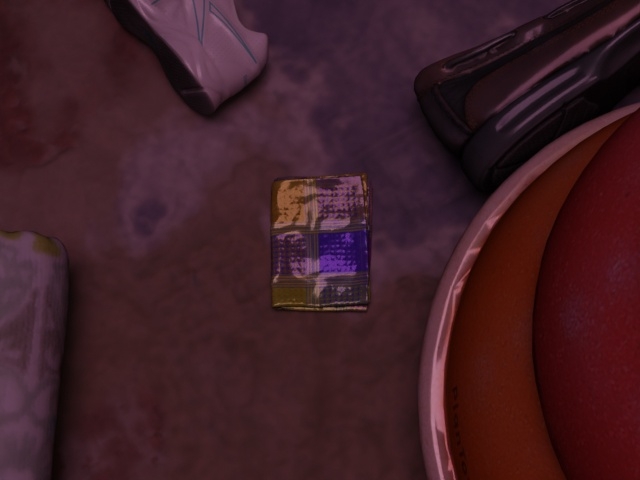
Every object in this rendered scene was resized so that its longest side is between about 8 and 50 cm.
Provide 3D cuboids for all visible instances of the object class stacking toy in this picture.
[{"bbox_3d":[0.215,0.025,0.337,0.351,0.480,0.350,-1,72,3],"label":"stacking toy"}]

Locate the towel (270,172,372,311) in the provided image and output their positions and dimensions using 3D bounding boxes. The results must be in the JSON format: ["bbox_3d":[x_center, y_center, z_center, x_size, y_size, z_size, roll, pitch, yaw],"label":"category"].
[{"bbox_3d":[0.000,0.000,0.602,0.060,0.009,0.083,0,72,2],"label":"towel"}]

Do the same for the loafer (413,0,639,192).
[{"bbox_3d":[0.176,-0.135,0.597,0.267,0.096,0.084,-34,68,-6],"label":"loafer"}]

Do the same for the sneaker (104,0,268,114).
[{"bbox_3d":[-0.091,-0.148,0.638,0.061,0.053,0.152,-35,80,-18],"label":"sneaker"}]

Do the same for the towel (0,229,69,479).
[{"bbox_3d":[-0.326,0.152,0.529,0.375,0.090,0.320,-1,73,2],"label":"towel"}]
